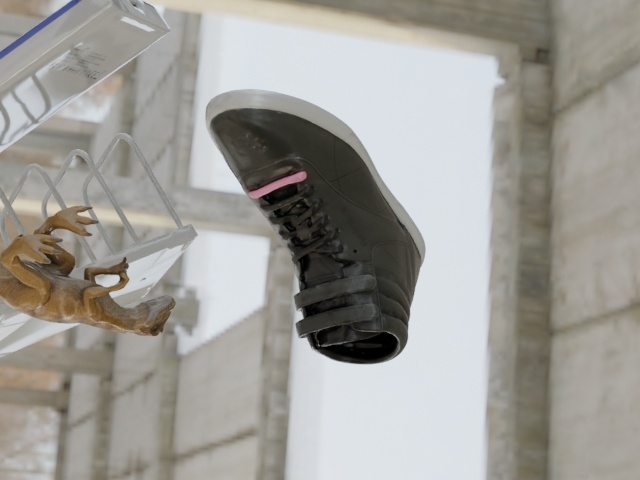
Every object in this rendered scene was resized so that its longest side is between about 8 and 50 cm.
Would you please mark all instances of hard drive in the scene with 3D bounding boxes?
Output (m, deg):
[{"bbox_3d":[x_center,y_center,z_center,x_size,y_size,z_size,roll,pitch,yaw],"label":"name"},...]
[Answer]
[{"bbox_3d":[-0.330,-0.167,1.565,0.040,0.318,0.210,57,9,5],"label":"hard drive"}]

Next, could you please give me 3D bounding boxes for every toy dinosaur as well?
[{"bbox_3d":[-0.203,0.029,0.974,0.064,0.211,0.112,-87,-165,-48],"label":"toy dinosaur"}]

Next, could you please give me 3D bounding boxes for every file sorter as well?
[{"bbox_3d":[-0.335,0.009,1.731,0.173,0.277,0.193,58,-38,10],"label":"file sorter"}]

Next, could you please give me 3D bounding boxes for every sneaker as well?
[{"bbox_3d":[0.001,0.000,1.196,0.104,0.296,0.147,-17,-132,27],"label":"sneaker"}]
